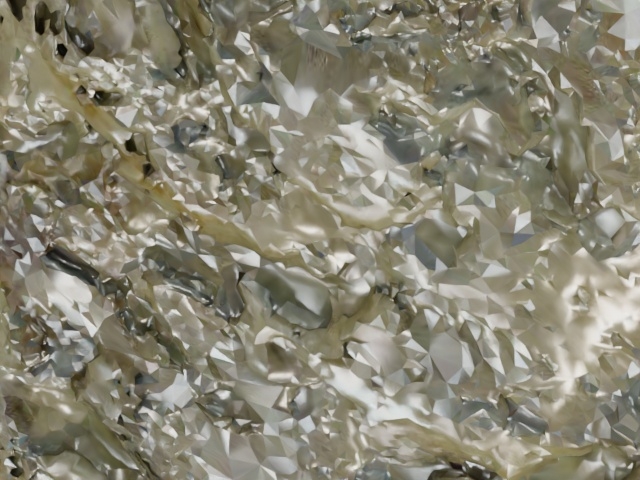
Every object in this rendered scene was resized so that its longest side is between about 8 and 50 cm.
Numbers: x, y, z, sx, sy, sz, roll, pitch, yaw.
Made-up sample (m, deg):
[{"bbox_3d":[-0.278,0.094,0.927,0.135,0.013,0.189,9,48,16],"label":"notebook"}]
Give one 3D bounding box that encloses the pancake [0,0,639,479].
[{"bbox_3d":[0.000,0.000,0.445,0.282,0.049,0.282,13,121,24],"label":"pancake"}]
